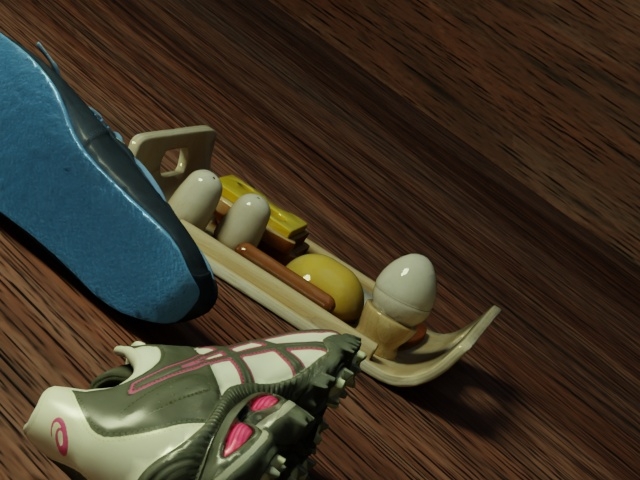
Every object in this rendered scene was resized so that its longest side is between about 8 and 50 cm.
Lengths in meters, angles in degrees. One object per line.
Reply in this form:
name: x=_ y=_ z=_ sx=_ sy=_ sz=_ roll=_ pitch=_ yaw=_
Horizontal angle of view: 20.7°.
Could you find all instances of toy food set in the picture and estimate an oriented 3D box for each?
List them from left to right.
toy food set: x=0.000 y=0.000 z=1.427 sx=0.306 sy=0.092 sz=0.220 roll=33 pitch=12 yaw=7

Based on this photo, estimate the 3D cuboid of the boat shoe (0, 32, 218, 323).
boat shoe: x=-0.169 y=-0.033 z=1.171 sx=0.258 sy=0.109 sz=0.089 roll=53 pitch=11 yaw=19

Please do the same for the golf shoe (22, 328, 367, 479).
golf shoe: x=-0.053 y=0.084 z=0.918 sx=0.120 sy=0.105 sz=0.273 roll=26 pitch=10 yaw=9
